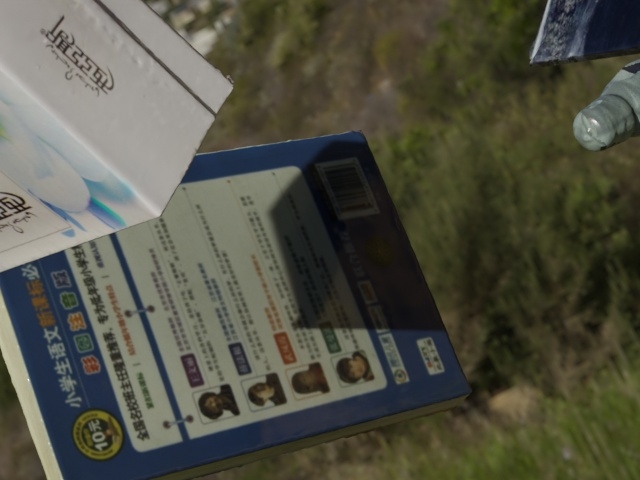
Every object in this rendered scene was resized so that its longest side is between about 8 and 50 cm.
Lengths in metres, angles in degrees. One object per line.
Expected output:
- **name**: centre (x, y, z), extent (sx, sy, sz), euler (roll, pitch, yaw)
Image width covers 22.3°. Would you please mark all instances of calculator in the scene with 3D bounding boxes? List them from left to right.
- **calculator**: centre (0.270, -0.276, 1.442), extent (0.161, 0.021, 0.261), euler (3, 72, 60)

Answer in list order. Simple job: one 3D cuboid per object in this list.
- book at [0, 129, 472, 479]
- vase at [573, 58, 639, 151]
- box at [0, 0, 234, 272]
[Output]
- **book**: centre (-0.088, 0.056, 1.483), extent (0.428, 0.300, 0.039), euler (-10, -21, -32)
- **vase**: centre (0.250, -0.113, 1.159), extent (0.211, 0.060, 0.060), euler (-32, 12, -38)
- **box**: centre (-0.225, -0.092, 1.067), extent (0.274, 0.203, 0.116), euler (-16, 39, 48)
